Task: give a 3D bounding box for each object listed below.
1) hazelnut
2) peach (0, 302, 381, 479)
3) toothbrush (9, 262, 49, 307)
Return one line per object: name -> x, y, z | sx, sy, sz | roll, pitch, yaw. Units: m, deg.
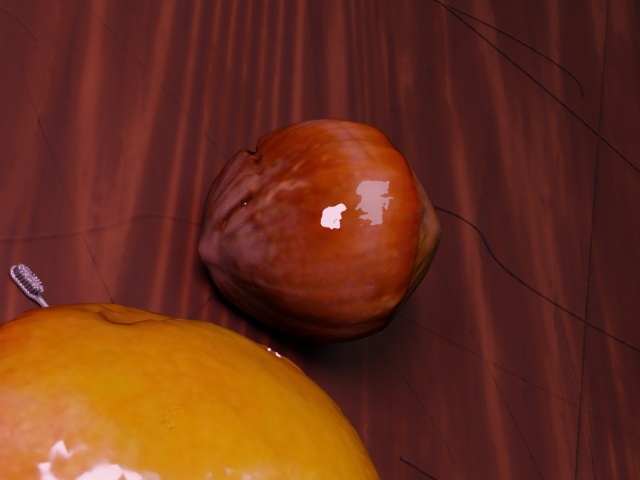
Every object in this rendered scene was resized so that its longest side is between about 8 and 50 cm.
hazelnut -> 0.000, 0.000, 1.246 | 0.182, 0.182, 0.182 | 29, 42, -31
peach -> -0.094, 0.203, 0.847 | 0.372, 0.290, 0.373 | 25, 48, -31
toothbrush -> -0.152, 0.080, 1.125 | 0.167, 0.014, 0.011 | 50, 53, -7
